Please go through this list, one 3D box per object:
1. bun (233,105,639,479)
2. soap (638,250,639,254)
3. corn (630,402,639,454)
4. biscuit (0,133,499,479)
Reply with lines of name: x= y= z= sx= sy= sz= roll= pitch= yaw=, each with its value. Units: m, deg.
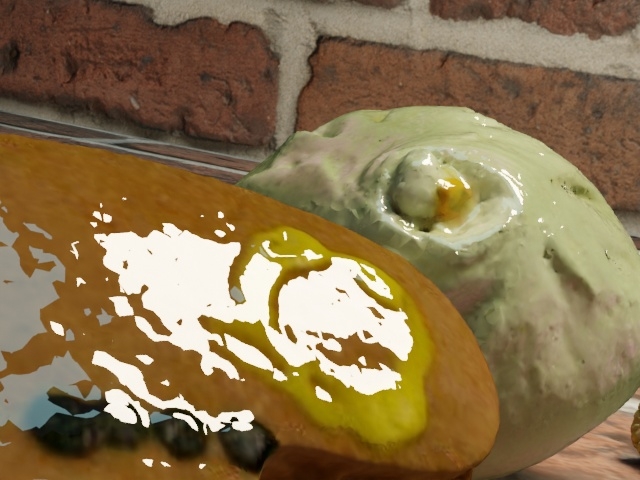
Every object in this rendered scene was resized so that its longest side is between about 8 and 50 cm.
bun: x=0.055 y=0.007 z=0.935 sx=0.283 sy=0.179 sz=0.283 roll=-3 pitch=39 yaw=2
soap: x=0.203 y=0.038 z=1.606 sx=0.290 sy=0.095 sz=0.173 roll=12 pitch=7 yaw=24
corn: x=0.295 y=0.128 z=1.071 sx=0.165 sy=0.085 sz=0.063 roll=10 pitch=37 yaw=-27
biscuit: x=-0.045 y=0.079 z=0.478 sx=0.262 sy=0.052 sz=0.277 roll=16 pitch=43 yaw=-22
